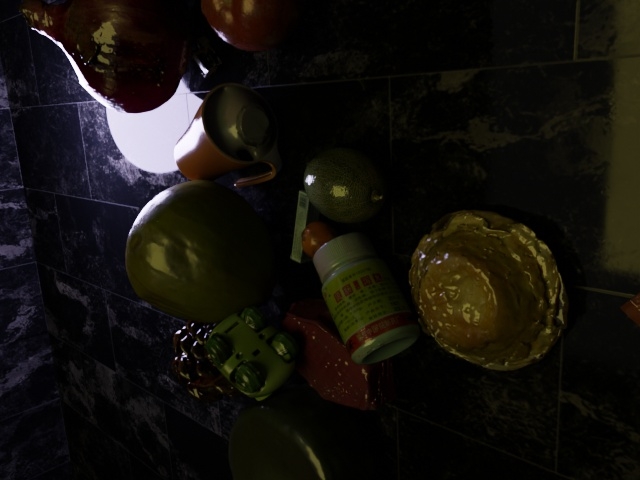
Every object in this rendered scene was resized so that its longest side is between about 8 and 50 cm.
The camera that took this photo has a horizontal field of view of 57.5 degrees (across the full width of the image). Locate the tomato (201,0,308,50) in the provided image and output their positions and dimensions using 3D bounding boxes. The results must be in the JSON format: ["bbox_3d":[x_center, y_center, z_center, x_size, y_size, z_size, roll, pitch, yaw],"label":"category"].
[{"bbox_3d":[-0.123,-0.473,1.125,0.208,0.184,0.208,14,116,31],"label":"tomato"}]

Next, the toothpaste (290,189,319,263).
[{"bbox_3d":[-0.031,-0.031,1.262,0.034,0.046,0.164,26,119,36],"label":"toothpaste"}]

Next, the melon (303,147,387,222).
[{"bbox_3d":[0.049,-0.102,1.092,0.192,0.139,0.139,26,120,44],"label":"melon"}]

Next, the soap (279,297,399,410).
[{"bbox_3d":[0.041,0.238,1.227,0.289,0.112,0.182,40,132,30],"label":"soap"}]

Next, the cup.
[{"bbox_3d":[-0.210,-0.213,1.328,0.226,0.182,0.264,46,147,-16],"label":"cup"}]

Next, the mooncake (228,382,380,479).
[{"bbox_3d":[-0.034,0.508,1.322,0.356,0.194,0.356,11,107,40],"label":"mooncake"}]

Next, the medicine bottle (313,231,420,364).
[{"bbox_3d":[0.082,0.110,1.105,0.139,0.139,0.225,-50,54,41],"label":"medicine bottle"}]

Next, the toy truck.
[{"bbox_3d":[-0.155,0.251,1.261,0.187,0.148,0.210,47,153,6],"label":"toy truck"}]

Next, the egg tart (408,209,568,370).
[{"bbox_3d":[0.252,0.089,0.961,0.295,0.116,0.294,13,109,44],"label":"egg tart"}]

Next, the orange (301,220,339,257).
[{"bbox_3d":[0.000,-0.001,1.217,0.083,0.083,0.083,15,112,42],"label":"orange"}]

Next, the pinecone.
[{"bbox_3d":[-0.251,0.293,1.449,0.244,0.244,0.309,53,150,21],"label":"pinecone"}]

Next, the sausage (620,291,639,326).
[{"bbox_3d":[0.485,0.133,0.772,0.169,0.065,0.065,50,132,22],"label":"sausage"}]

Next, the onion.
[{"bbox_3d":[-0.495,-0.481,1.362,0.348,0.385,0.347,-167,90,-77],"label":"onion"}]

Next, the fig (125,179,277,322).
[{"bbox_3d":[-0.259,0.031,1.336,0.343,0.343,0.343,15,112,42],"label":"fig"}]

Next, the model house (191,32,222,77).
[{"bbox_3d":[-0.277,-0.439,1.396,0.083,0.057,0.058,53,163,-5],"label":"model house"}]
